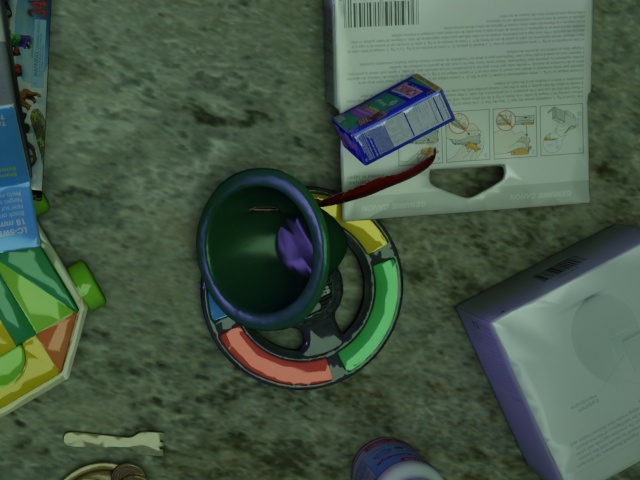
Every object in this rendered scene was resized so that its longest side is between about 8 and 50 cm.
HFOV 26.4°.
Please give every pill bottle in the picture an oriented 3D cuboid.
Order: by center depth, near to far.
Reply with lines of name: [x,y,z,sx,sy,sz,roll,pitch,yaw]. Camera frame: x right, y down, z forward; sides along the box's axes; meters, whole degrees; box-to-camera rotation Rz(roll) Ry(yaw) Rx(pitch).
pill bottle: [0.091,0.278,1.504,0.087,0.160,0.087,-1,96,-12]

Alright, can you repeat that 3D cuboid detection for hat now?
hat: [0.000,0.000,1.481,0.183,0.208,0.173,-9,93,-52]

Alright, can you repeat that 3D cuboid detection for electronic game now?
electronic game: [-0.019,0.054,1.517,0.229,0.048,0.229,-1,96,-12]

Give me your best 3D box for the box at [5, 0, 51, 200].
box: [-0.359,-0.160,1.392,0.159,0.044,0.233,2,76,-12]

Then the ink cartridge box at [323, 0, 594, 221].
ink cartridge box: [0.155,-0.164,1.521,0.296,0.066,0.261,-4,104,-11]

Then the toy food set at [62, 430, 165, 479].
toy food set: [-0.235,0.307,1.503,0.132,0.038,0.192,4,95,-12]

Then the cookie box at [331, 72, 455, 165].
cookie box: [0.075,-0.128,1.431,0.107,0.092,0.040,-28,111,-4]

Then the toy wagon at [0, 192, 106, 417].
toy wagon: [-0.402,0.026,1.426,0.267,0.068,0.344,-30,101,-7]

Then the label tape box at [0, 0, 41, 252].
label tape box: [-0.411,-0.145,1.298,0.241,0.106,0.333,-10,78,-10]

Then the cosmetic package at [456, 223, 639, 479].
cosmetic package: [0.311,0.131,1.545,0.224,0.138,0.224,-26,99,-8]
